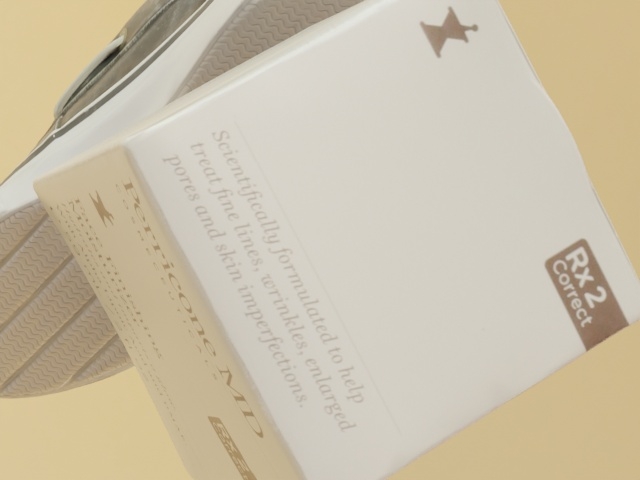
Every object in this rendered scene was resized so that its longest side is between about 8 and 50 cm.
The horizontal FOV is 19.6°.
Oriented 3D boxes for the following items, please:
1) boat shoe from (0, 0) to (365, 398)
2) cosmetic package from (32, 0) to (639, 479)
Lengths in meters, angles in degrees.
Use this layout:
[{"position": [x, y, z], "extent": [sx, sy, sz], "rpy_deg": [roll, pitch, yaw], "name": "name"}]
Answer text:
[{"position": [-0.081, -0.044, 0.961], "extent": [0.121, 0.335, 0.119], "rpy_deg": [39, -154, -24], "name": "boat shoe"}, {"position": [0.000, 0.000, 0.727], "extent": [0.151, 0.184, 0.151], "rpy_deg": [-30, -84, -17], "name": "cosmetic package"}]
